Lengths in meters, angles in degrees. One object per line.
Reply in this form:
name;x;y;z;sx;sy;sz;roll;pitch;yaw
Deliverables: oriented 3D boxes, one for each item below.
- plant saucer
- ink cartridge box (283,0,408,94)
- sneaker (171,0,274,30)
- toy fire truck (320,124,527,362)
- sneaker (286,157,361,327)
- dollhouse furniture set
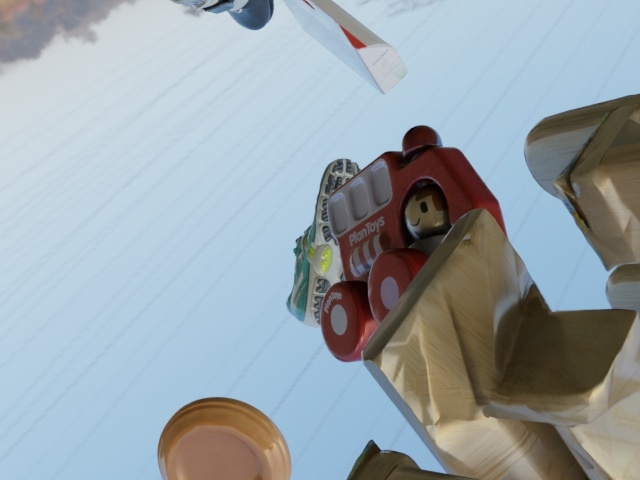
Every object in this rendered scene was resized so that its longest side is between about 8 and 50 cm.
plant saucer;-0.141;0.321;1.230;0.200;0.200;0.037;-20;-169;15
ink cartridge box;0.013;-0.300;1.138;0.056;0.224;0.181;-47;-114;1
sneaker;-0.182;-0.403;1.319;0.122;0.330;0.146;16;-106;27
toy fire truck;0.107;0.002;1.054;0.169;0.254;0.302;-3;161;-29
sneaker;0.000;0.000;1.377;0.110;0.107;0.275;10;-94;49
dollhouse furniture set;0.141;0.172;0.548;0.256;0.394;0.362;-8;-145;51
